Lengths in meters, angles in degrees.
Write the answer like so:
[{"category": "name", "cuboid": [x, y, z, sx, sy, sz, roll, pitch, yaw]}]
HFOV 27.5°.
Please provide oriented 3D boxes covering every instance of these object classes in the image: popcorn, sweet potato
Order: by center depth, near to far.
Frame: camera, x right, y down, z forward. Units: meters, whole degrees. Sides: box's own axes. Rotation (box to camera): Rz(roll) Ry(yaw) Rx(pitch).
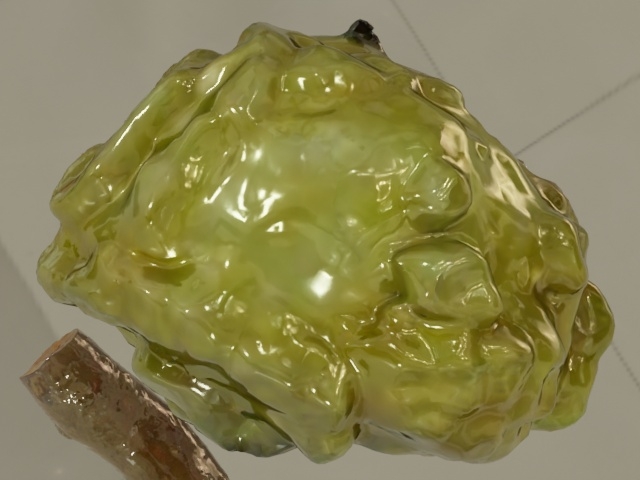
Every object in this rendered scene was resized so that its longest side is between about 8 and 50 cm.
[{"category": "popcorn", "cuboid": [0.000, 0.000, 0.589, 0.266, 0.233, 0.192, 21, 91, 42]}, {"category": "sweet potato", "cuboid": [-0.076, 0.171, 0.811, 0.059, 0.067, 0.281, -29, 104, 35]}]
